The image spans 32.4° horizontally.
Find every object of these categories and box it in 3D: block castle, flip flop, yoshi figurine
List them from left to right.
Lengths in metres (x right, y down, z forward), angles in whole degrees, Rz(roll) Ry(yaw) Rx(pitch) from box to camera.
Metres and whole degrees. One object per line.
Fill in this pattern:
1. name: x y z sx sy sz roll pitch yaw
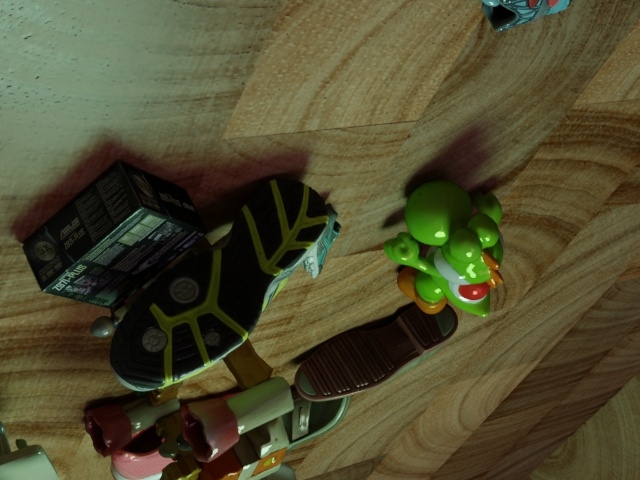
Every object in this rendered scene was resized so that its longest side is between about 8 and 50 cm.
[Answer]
1. block castle: -0.236 0.285 1.703 0.213 0.303 0.453 -21 153 -31
2. flip flop: -0.047 0.348 2.227 0.277 0.112 0.080 -35 139 22
3. yoshi figurine: 0.212 -0.001 1.853 0.203 0.203 0.362 13 165 3

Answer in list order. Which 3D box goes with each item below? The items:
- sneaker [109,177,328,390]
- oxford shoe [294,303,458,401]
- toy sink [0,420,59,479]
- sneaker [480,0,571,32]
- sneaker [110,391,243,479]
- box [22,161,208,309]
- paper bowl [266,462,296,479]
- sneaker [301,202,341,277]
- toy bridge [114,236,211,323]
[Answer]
1. sneaker: -0.131 0.079 1.517 0.385 0.145 0.147 -42 169 -30
2. oxford shoe: 0.109 0.237 2.158 0.348 0.123 0.130 -21 157 -15
3. toy sink: -0.535 0.327 1.664 0.234 0.131 0.152 -19 151 -11
4. sneaker: 0.235 -0.332 1.327 0.125 0.104 0.262 -29 153 2
5. sneaker: -0.239 0.357 2.023 0.314 0.116 0.136 -23 151 -13
6. box: -0.264 -0.002 1.424 0.180 0.077 0.147 -39 153 17
7. paper bowl: -0.160 0.519 2.258 0.284 0.148 0.284 9 164 3
8. sneaker: 0.000 0.000 1.710 0.076 0.065 0.166 -29 156 -14
9. toy bridge: -0.226 0.062 1.542 0.063 0.026 0.188 -31 -171 47
